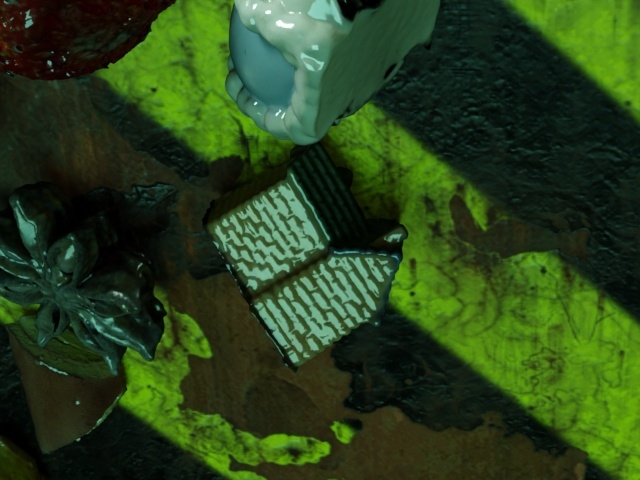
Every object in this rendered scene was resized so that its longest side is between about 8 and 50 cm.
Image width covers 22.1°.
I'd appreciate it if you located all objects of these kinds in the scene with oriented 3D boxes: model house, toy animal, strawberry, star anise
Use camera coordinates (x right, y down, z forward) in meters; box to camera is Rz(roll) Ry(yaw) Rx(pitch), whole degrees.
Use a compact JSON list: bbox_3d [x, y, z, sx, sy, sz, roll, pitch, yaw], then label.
[{"bbox_3d":[0.000,0.000,1.660,0.172,0.166,0.183,-32,102,13],"label":"model house"},{"bbox_3d":[-0.002,-0.206,1.461,0.156,0.208,0.204,29,144,21],"label":"toy animal"},{"bbox_3d":[-0.248,-0.257,1.449,0.274,0.220,0.274,3,126,4],"label":"strawberry"},{"bbox_3d":[-0.257,0.031,1.749,0.223,0.109,0.236,25,146,19],"label":"star anise"}]

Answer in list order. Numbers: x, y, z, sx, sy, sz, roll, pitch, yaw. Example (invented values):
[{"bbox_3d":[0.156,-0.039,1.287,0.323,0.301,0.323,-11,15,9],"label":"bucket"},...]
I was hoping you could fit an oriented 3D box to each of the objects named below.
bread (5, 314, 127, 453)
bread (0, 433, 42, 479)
[{"bbox_3d":[-0.288,0.168,1.883,0.119,0.067,0.192,-2,127,12],"label":"bread"},{"bbox_3d":[-0.405,0.358,2.017,0.134,0.129,0.260,23,129,-17],"label":"bread"}]
